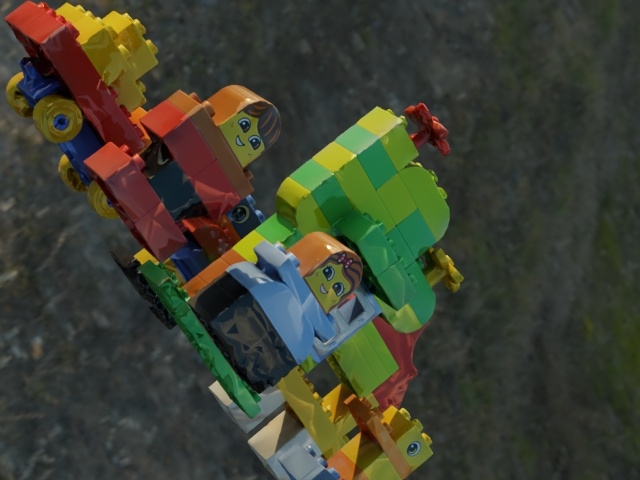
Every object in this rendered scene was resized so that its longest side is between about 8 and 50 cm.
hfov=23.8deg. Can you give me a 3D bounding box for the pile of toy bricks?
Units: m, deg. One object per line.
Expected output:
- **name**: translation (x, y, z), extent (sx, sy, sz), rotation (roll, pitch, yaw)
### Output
- **pile of toy bricks**: translation (0.000, 0.000, 0.486), extent (0.105, 0.118, 0.212), rotation (-39, 126, -11)
